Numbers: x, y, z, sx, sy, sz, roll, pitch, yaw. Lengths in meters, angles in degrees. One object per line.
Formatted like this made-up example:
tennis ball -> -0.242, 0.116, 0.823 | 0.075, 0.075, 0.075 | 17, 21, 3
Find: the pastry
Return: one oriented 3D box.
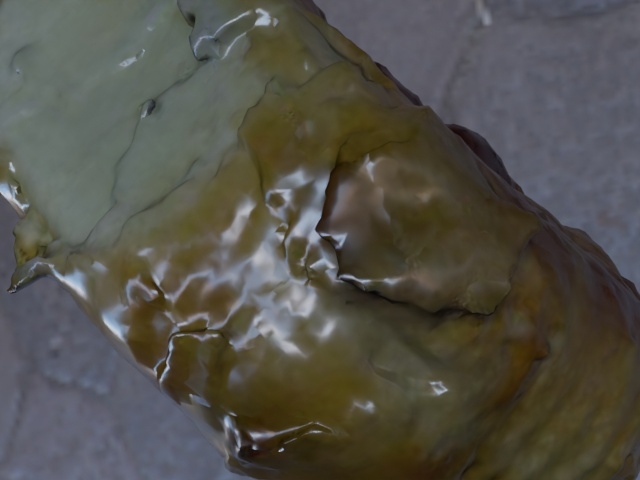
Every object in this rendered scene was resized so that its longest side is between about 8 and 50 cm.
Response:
pastry -> 0.000, 0.000, 0.497 | 0.218, 0.229, 0.100 | 42, 98, -9
